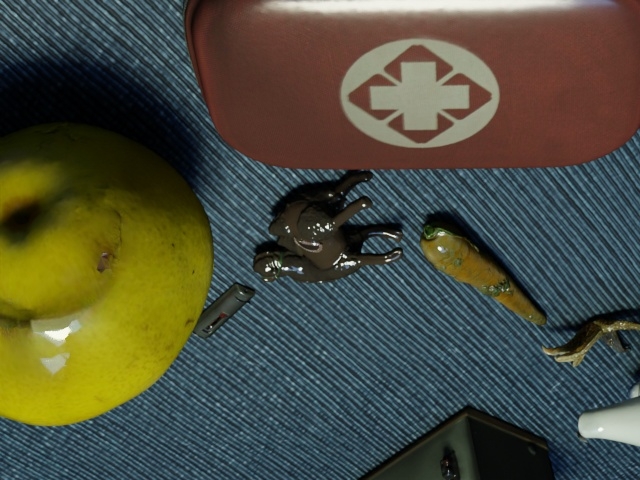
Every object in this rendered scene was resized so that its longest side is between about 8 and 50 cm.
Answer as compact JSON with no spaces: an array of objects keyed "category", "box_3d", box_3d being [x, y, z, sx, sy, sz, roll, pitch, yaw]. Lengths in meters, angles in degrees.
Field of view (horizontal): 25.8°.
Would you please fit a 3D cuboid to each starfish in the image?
[{"category":"starfish","box_3d":[0.334,0.110,1.630,0.130,0.041,0.133,-25,164,27]}]

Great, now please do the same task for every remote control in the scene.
[{"category":"remote control","box_3d":[-0.108,0.081,1.544,0.034,0.016,0.091,27,129,-28]}]

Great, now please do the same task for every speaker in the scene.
[{"category":"speaker","box_3d":[0.175,0.352,1.803,0.192,0.153,0.231,25,131,-33]}]

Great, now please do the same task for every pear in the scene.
[{"category":"pear","box_3d":[-0.225,0.042,1.294,0.285,0.285,0.336,-24,152,19]}]

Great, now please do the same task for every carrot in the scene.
[{"category":"carrot","box_3d":[0.185,0.044,1.531,0.049,0.049,0.254,-30,140,25]}]

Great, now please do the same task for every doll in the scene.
[{"category":"doll","box_3d":[0.000,0.000,1.439,0.165,0.057,0.139,-16,142,18]}]

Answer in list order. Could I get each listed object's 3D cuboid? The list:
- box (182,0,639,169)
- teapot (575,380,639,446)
[{"category":"box","box_3d":[0.088,-0.162,1.177,0.404,0.108,0.263,0,143,7]},{"category":"teapot","box_3d":[0.471,0.187,1.608,0.424,0.252,0.280,-5,-179,-39]}]
